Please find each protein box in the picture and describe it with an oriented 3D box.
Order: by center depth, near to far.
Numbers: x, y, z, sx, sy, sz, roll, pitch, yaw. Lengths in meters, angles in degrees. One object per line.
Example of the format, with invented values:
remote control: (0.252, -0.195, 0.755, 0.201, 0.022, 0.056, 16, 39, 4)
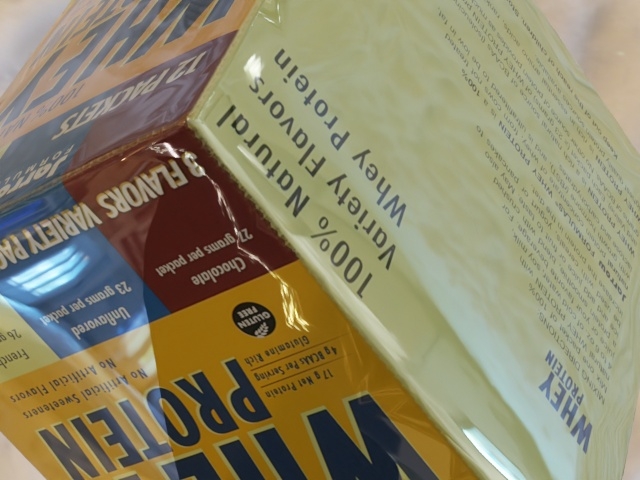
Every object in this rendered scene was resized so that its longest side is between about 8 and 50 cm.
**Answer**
protein box: (0.000, 0.000, 0.542, 0.200, 0.136, 0.201, 51, 37, -23)
